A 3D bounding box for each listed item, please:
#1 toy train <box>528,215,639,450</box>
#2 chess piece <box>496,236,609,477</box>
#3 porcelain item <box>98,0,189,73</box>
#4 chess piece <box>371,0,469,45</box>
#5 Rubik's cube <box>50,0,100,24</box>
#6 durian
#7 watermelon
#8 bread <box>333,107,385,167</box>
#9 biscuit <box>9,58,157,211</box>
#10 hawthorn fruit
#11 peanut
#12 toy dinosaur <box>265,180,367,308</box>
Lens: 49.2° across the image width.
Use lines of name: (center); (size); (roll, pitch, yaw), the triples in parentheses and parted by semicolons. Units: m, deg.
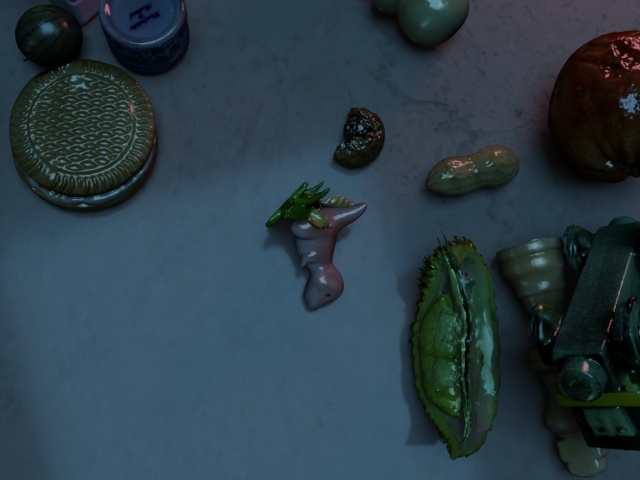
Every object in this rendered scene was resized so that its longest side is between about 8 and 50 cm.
toy train: (0.458, 0.135, 1.074); (0.397, 0.160, 0.253); (-49, 121, -44)
chess piece: (0.402, 0.196, 1.181); (0.117, 0.117, 0.397); (-11, 81, -9)
porcelain item: (-0.304, -0.376, 1.221); (0.147, 0.114, 0.147); (1, 76, -5)
chess piece: (0.134, -0.501, 1.281); (0.182, 0.182, 0.330); (-43, 90, -13)
Rubik's cube: (-0.433, -0.626, 1.159); (0.322, 0.319, 0.316); (42, 77, 4)
durian: (0.235, 0.169, 1.133); (0.158, 0.169, 0.351); (2, 76, -5)
watermelon: (-0.476, -0.346, 1.208); (0.133, 0.105, 0.105); (-25, 79, 26)
bread: (0.075, -0.184, 1.250); (0.082, 0.060, 0.113); (16, 75, 0)
biscuit: (-0.400, -0.179, 1.184); (0.259, 0.079, 0.259); (1, 77, -6)
hawthorn fruit: (0.522, -0.231, 1.217); (0.258, 0.258, 0.261); (7, 94, -5)
peanut: (0.272, -0.123, 1.247); (0.187, 0.082, 0.082); (-14, 79, -10)
toy dinosaur: (0.002, -0.001, 1.164); (0.177, 0.152, 0.194); (42, 83, -5)
